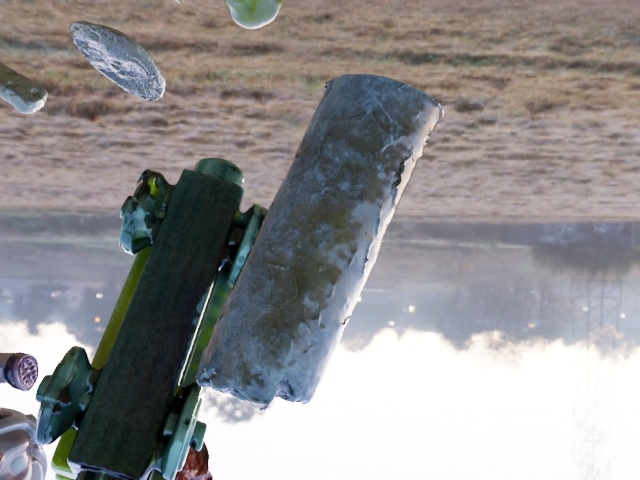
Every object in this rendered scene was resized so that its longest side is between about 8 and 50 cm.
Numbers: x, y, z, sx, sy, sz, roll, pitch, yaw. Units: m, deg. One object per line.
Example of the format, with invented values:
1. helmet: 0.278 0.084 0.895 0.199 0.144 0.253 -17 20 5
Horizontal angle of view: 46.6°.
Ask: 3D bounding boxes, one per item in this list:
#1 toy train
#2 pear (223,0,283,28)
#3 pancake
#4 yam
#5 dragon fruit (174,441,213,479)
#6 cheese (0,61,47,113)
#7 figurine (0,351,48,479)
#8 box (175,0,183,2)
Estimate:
1. toy train: -0.189 0.117 0.887 0.179 0.441 0.272 18 149 -4
2. pear: -0.107 -0.381 1.157 0.097 0.092 0.092 30 169 -17
3. pancake: -0.258 -0.230 0.949 0.140 0.022 0.139 27 163 9
4. yam: 0.000 0.000 0.545 0.093 0.259 0.093 23 170 5
5. dragon fruit: -0.253 0.400 1.136 0.152 0.316 0.205 18 152 8
6. cheese: -0.603 -0.304 1.390 0.194 0.065 0.043 31 141 2
7. figurine: -0.652 0.382 1.432 0.253 0.361 0.211 -12 -166 -22
8. box: -0.279 -0.453 1.185 0.089 0.022 0.156 29 163 37
